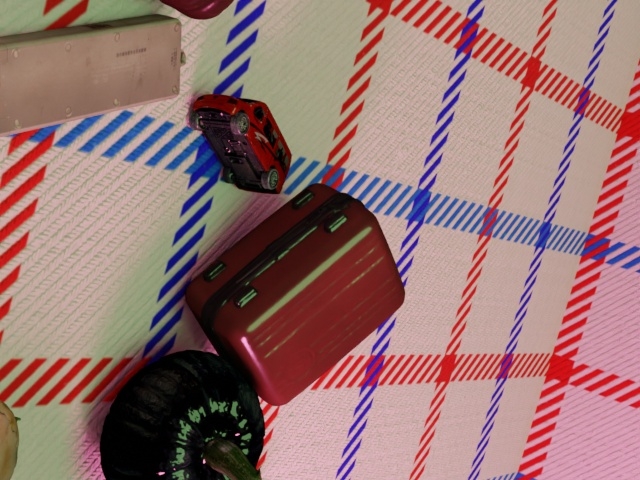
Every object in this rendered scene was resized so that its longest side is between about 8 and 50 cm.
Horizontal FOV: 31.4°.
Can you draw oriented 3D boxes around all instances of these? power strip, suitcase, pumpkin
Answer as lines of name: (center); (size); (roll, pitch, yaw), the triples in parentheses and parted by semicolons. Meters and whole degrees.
power strip: (-0.294, -0.195, 1.330); (0.367, 0.043, 0.106); (-23, 124, -51)
suitcase: (-0.033, 0.080, 1.699); (0.297, 0.161, 0.236); (-40, 136, -17)
pumpkin: (-0.168, 0.282, 1.577); (0.248, 0.248, 0.248); (-32, 131, -46)

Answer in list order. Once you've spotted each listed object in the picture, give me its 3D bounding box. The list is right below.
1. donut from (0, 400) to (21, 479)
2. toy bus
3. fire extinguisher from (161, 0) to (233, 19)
donut: (-0.424, 0.256, 1.325); (0.174, 0.068, 0.174); (-43, 141, -48)
toy bus: (-0.108, -0.148, 1.610); (0.089, 0.081, 0.195); (-67, 149, -27)
fire extinguisher: (-0.217, -0.367, 1.289); (0.135, 0.114, 0.337); (-59, 149, 8)
